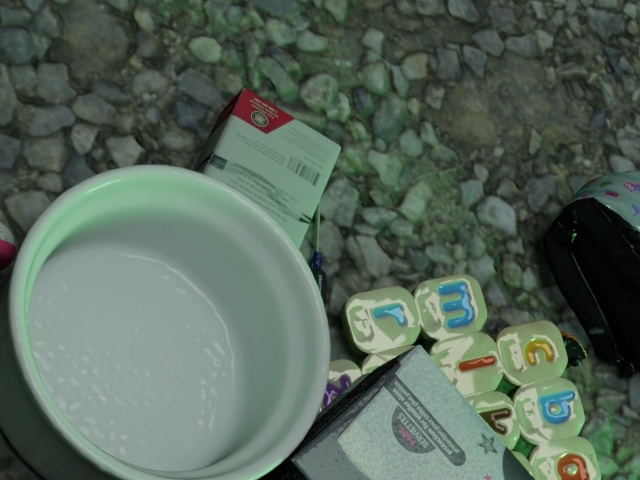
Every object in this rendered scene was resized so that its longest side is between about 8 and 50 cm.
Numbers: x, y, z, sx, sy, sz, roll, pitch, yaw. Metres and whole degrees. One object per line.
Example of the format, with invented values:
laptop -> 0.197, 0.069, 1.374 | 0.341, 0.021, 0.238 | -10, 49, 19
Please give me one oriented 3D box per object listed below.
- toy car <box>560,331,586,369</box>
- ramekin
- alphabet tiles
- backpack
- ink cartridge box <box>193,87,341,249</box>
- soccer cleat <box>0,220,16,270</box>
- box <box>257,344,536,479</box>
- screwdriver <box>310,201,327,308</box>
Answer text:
toy car -> 0.194, 0.087, 1.746 | 0.122, 0.060, 0.040 | 33, 25, -21
ramekin -> -0.143, 0.088, 1.509 | 0.277, 0.135, 0.277 | 11, 65, -25
alphabet tiles -> 0.114, 0.176, 1.664 | 0.278, 0.021, 0.284 | -11, 78, -22
backpack -> 0.308, 0.023, 1.795 | 0.182, 0.152, 0.115 | 50, 40, 4
ink cartridge box -> -0.061, -0.044, 1.653 | 0.109, 0.063, 0.150 | 32, 58, -14
soccer cleat -> -0.400, -0.030, 1.427 | 0.331, 0.116, 0.143 | 0, 70, -29
box -> 0.089, 0.238, 1.547 | 0.163, 0.142, 0.247 | -40, 91, -25
screwdriver -> 0.000, 0.000, 1.695 | 0.025, 0.024, 0.170 | 5, 61, 5
